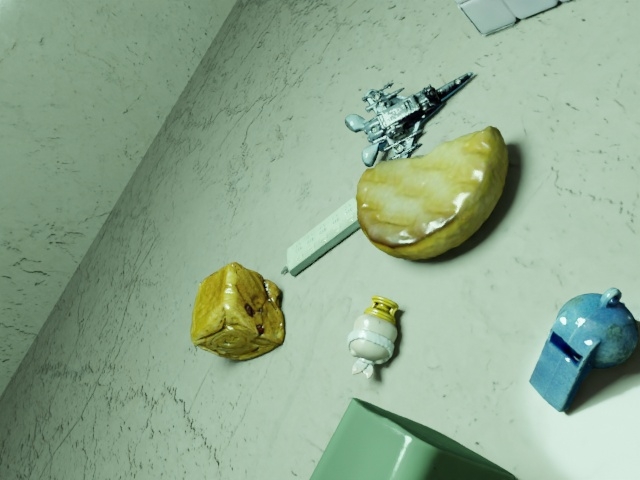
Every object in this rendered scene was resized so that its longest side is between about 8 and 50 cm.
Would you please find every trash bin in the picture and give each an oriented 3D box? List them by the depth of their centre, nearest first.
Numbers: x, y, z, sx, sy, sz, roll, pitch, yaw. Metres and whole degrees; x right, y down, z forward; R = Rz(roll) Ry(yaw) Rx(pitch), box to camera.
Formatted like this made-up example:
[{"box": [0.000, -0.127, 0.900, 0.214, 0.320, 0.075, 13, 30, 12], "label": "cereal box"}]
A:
[{"box": [0.054, 0.375, 0.592, 0.158, 0.222, 0.344, 12, 75, 53], "label": "trash bin"}]

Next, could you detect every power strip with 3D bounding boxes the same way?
[{"box": [0.000, 0.000, 1.069, 0.252, 0.027, 0.060, -38, 42, 28], "label": "power strip"}]

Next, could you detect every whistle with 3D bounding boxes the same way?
[{"box": [0.302, 0.115, 0.600, 0.090, 0.090, 0.158, -119, 26, -50], "label": "whistle"}]

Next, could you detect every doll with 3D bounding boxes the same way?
[{"box": [0.079, 0.155, 0.844, 0.084, 0.073, 0.127, 125, 168, -74], "label": "doll"}]

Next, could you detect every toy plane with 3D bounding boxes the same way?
[{"box": [0.168, -0.242, 0.988, 0.246, 0.078, 0.169, -30, 73, 30], "label": "toy plane"}]

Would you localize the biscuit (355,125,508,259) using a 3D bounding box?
[{"box": [0.168, -0.067, 0.860, 0.274, 0.091, 0.213, -3, 62, 48], "label": "biscuit"}]

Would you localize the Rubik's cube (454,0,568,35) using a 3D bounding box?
[{"box": [0.325, -0.523, 0.866, 0.224, 0.221, 0.231, -4, 63, 49], "label": "Rubik's cube"}]

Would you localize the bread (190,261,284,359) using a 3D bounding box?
[{"box": [-0.168, 0.148, 1.081, 0.158, 0.149, 0.143, -37, 40, 38], "label": "bread"}]
